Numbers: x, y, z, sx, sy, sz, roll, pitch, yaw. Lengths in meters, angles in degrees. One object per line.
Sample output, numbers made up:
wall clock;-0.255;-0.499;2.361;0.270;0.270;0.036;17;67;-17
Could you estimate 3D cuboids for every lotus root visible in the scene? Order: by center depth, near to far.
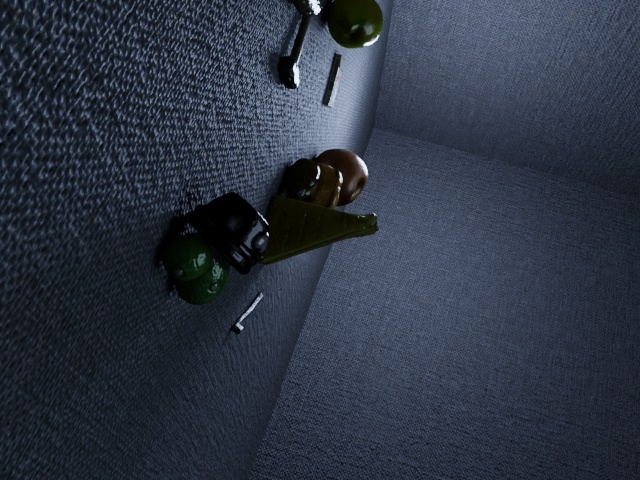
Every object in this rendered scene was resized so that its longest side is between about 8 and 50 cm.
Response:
lotus root;-0.063;-0.205;2.083;0.209;0.120;0.120;-71;173;-50

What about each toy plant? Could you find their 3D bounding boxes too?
toy plant;-0.221;0.021;1.256;0.235;0.175;0.218;-45;160;-8

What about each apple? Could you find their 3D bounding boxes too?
apple;0.073;-0.254;2.529;0.253;0.253;0.254;16;90;-83

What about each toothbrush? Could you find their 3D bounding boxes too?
toothbrush;-0.239;0.239;2.053;0.030;0.030;0.297;-49;-177;20

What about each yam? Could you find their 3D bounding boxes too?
yam;-0.040;-0.613;1.519;0.179;0.078;0.078;-35;141;-81

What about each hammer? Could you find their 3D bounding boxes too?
hammer;-0.043;-0.602;1.689;0.111;0.043;0.366;71;33;-75

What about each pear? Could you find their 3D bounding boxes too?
pear;0.111;-0.712;2.000;0.220;0.187;0.188;-74;177;-60

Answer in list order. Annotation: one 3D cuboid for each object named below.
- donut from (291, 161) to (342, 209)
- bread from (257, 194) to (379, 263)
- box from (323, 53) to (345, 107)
donut;-0.014;-0.176;2.238;0.226;0.113;0.227;-46;-149;38
bread;0.000;0.000;2.033;0.233;0.361;0.245;41;63;-82
box;0.056;-0.621;2.394;0.109;0.029;0.198;-37;143;-78
